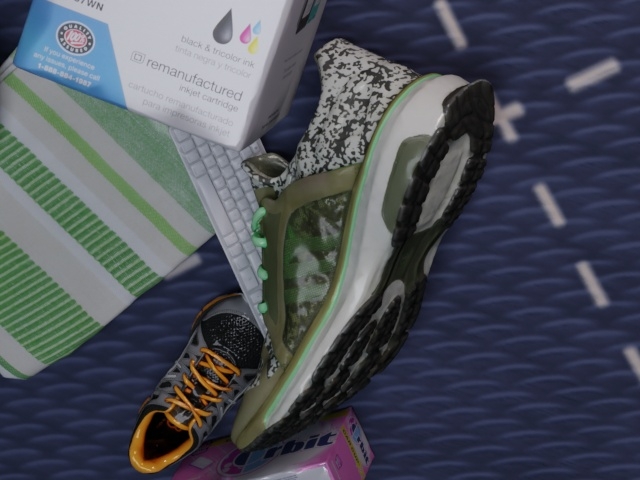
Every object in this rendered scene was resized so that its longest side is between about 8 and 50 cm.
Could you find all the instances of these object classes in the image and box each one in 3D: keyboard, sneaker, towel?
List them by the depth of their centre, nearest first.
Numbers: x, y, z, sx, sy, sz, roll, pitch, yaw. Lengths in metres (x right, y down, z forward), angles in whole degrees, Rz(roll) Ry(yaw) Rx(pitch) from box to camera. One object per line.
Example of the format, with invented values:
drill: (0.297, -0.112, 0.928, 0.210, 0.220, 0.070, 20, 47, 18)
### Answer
sneaker: (0.000, 0.000, 1.724, 0.182, 0.158, 0.410, 37, 114, 24)
keyboard: (-0.055, -0.005, 1.765, 0.072, 0.014, 0.256, -30, 110, -16)
towel: (-0.258, -0.030, 1.820, 0.325, 0.038, 0.248, -40, 101, 25)
sneaker: (-0.111, 0.140, 1.834, 0.084, 0.083, 0.215, 33, 117, 0)

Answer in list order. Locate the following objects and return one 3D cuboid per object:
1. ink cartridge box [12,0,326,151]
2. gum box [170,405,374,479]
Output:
ink cartridge box: (-0.090, -0.243, 1.557, 0.198, 0.197, 0.270, 21, 106, 5)
gum box: (-0.055, 0.227, 1.846, 0.188, 0.107, 0.062, -16, 110, 21)
